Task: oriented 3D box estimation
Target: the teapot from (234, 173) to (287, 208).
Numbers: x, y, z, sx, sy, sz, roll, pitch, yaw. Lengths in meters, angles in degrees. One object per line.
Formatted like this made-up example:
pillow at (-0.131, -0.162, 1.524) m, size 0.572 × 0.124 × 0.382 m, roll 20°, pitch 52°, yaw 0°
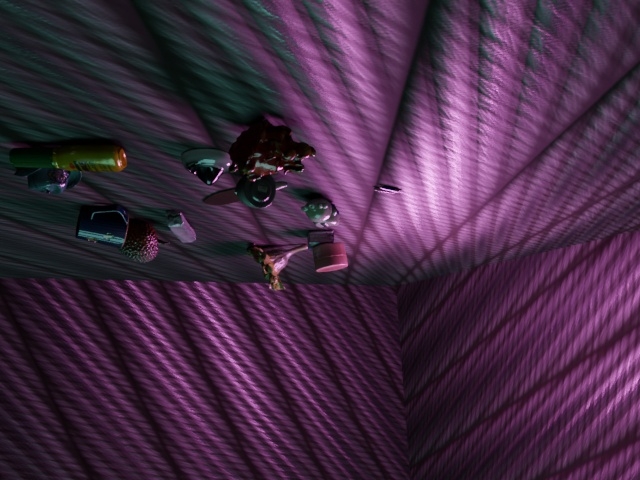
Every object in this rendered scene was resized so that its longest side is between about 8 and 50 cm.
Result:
teapot at (-0.191, -0.162, 1.497) m, size 0.108 × 0.149 × 0.111 m, roll 6°, pitch 135°, yaw 50°

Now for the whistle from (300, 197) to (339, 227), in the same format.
whistle at (0.012, -0.097, 1.795) m, size 0.110 × 0.092 × 0.244 m, roll -9°, pitch 165°, yaw 22°

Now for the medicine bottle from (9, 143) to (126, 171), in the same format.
medicine bottle at (-0.623, -0.205, 1.243) m, size 0.261 × 0.064 × 0.095 m, roll 0°, pitch 168°, yaw -7°

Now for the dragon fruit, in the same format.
dragon fruit at (-0.114, -0.207, 1.167) m, size 0.208 × 0.133 × 0.150 m, roll 1°, pitch 164°, yaw -1°

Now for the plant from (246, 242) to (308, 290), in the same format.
plant at (-0.241, 0.086, 2.492) m, size 0.261 × 0.297 × 0.306 m, roll 30°, pitch -162°, yaw -25°

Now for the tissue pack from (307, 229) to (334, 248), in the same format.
tissue pack at (0.000, 0.000, 2.298) m, size 0.116 × 0.065 × 0.155 m, roll -2°, pitch 167°, yaw -4°

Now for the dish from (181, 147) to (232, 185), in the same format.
dish at (-0.305, -0.187, 1.355) m, size 0.141 × 0.078 × 0.141 m, roll -2°, pitch 168°, yaw 0°

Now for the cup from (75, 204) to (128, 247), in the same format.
cup at (-0.769, -0.062, 1.776) m, size 0.155 × 0.131 × 0.176 m, roll 9°, pitch 134°, yaw -30°

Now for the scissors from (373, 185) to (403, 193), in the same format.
scissors at (0.234, -0.169, 1.689) m, size 0.113 × 0.012 × 0.039 m, roll 5°, pitch 166°, yaw -32°

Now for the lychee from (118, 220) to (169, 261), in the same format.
lychee at (-0.698, 0.005, 1.969) m, size 0.198 × 0.165 × 0.165 m, roll -3°, pitch 169°, yaw -20°

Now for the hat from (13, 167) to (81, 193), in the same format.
hat at (-0.748, -0.163, 1.378) m, size 0.191 × 0.077 × 0.138 m, roll -10°, pitch 164°, yaw 33°

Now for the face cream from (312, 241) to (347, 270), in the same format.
face cream at (0.043, 0.076, 2.268) m, size 0.149 × 0.104 × 0.149 m, roll -10°, pitch 168°, yaw -2°

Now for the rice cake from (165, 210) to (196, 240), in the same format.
rice cake at (-0.549, -0.045, 1.991) m, size 0.066 × 0.062 × 0.336 m, roll -5°, pitch 168°, yaw -7°

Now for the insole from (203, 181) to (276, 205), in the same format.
insole at (-0.271, -0.155, 1.672) m, size 0.328 × 0.007 × 0.111 m, roll -11°, pitch 166°, yaw 36°
